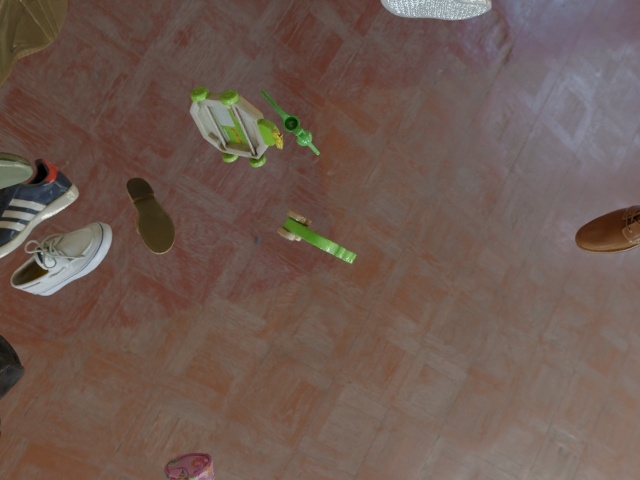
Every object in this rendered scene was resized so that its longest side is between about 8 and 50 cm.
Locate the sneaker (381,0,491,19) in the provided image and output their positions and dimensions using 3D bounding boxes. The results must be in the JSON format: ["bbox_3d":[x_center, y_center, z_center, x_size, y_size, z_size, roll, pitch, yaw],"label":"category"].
[{"bbox_3d":[0.174,-0.447,0.743,0.282,0.102,0.161,-23,107,-47],"label":"sneaker"}]

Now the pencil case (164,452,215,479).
[{"bbox_3d":[-0.311,0.677,1.157,0.124,0.124,0.284,-6,95,-23],"label":"pencil case"}]

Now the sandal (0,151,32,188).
[{"bbox_3d":[-0.563,-0.040,0.669,0.302,0.120,0.086,-37,96,-36],"label":"sandal"}]

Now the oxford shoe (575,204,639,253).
[{"bbox_3d":[0.524,-0.031,0.776,0.076,0.212,0.076,14,65,-39],"label":"oxford shoe"}]

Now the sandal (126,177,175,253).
[{"bbox_3d":[-0.448,-0.051,1.238,0.088,0.079,0.240,-18,67,-29],"label":"sandal"}]

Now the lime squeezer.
[{"bbox_3d":[-0.082,-0.386,1.587,0.059,0.110,0.310,-33,127,20],"label":"lime squeezer"}]

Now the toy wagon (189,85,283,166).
[{"bbox_3d":[-0.250,-0.350,1.471,0.068,0.344,0.267,-59,149,-29],"label":"toy wagon"}]

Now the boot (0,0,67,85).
[{"bbox_3d":[-0.481,-0.285,0.613,0.203,0.095,0.262,13,61,9],"label":"boot"}]

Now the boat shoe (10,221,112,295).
[{"bbox_3d":[-0.804,0.046,1.416,0.156,0.367,0.136,25,41,-59],"label":"boat shoe"}]

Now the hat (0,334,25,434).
[{"bbox_3d":[-0.783,0.292,1.090,0.134,0.331,0.331,-35,106,-32],"label":"hat"}]

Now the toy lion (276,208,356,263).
[{"bbox_3d":[0.000,0.000,0.587,0.096,0.100,0.034,30,92,5],"label":"toy lion"}]

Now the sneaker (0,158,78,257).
[{"bbox_3d":[-0.786,-0.076,1.171,0.350,0.131,0.148,-60,136,-41],"label":"sneaker"}]
